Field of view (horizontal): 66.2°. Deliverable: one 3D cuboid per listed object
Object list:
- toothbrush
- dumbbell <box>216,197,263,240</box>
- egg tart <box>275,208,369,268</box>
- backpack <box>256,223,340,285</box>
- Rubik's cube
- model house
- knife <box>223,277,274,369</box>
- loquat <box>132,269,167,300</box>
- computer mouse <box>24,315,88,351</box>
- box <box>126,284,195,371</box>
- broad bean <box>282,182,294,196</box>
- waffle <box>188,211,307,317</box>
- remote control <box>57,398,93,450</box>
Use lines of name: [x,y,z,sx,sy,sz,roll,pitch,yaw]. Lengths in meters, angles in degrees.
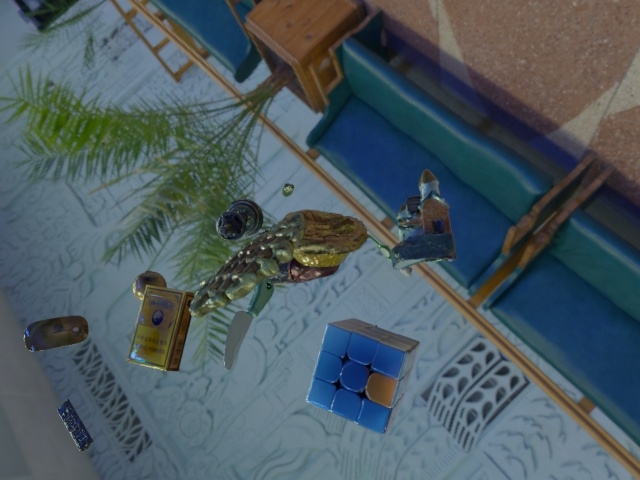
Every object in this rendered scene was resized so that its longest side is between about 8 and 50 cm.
toothbrush: [0.235,0.032,1.828,0.042,0.040,0.418,-8,147,40]
dumbbell: [-0.224,-0.049,1.314,0.110,0.110,0.254,47,-169,-5]
egg tart: [0.000,0.000,1.447,0.295,0.294,0.116,-138,46,-58]
backpack: [-0.080,0.047,1.766,0.283,0.316,0.197,-100,4,-64]
Rubik's cube: [0.159,0.460,1.730,0.291,0.291,0.291,16,180,20]
model house: [0.298,-0.065,1.460,0.253,0.184,0.292,33,-125,-78]
knife: [-0.186,0.197,1.225,0.034,0.261,0.063,-12,129,39]
loquat: [-0.785,0.216,2.261,0.137,0.163,0.163,-14,125,50]
computer mouse: [-0.896,0.315,1.664,0.045,0.198,0.102,132,129,-71]
box: [-0.609,0.334,1.886,0.192,0.302,0.084,6,168,20]
broad bean: [-0.150,-0.229,2.234,0.046,0.061,0.195,20,-177,-7]
waffle: [-0.155,0.049,1.100,0.056,0.309,0.292,52,-166,-13]
remote control: [-0.934,0.699,1.866,0.245,0.063,0.025,32,170,38]
